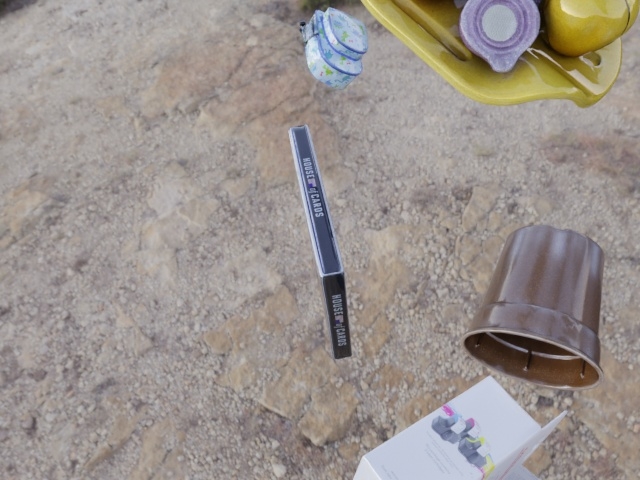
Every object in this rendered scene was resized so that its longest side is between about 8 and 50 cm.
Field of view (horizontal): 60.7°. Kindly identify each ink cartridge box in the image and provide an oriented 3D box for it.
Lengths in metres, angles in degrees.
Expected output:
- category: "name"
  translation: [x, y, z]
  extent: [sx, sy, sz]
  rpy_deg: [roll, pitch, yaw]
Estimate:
- category: "ink cartridge box"
  translation: [0.111, 0.184, 0.456]
  extent: [0.181, 0.104, 0.061]
  rpy_deg: [-19, 50, -31]

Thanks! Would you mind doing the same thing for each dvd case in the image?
- category: "dvd case"
  translation: [0.000, 0.000, 0.677]
  extent: [0.029, 0.179, 0.239]
  rpy_deg: [-10, 50, -1]

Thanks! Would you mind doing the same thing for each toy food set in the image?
- category: "toy food set"
  translation: [0.087, -0.167, 0.297]
  extent: [0.218, 0.071, 0.128]
  rpy_deg: [43, 68, 9]

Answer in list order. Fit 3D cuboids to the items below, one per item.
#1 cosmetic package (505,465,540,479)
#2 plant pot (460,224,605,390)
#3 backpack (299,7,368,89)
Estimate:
- category: "cosmetic package"
  translation: [0.186, 0.320, 0.611]
  extent: [0.231, 0.086, 0.117]
  rpy_deg: [13, 14, -39]
- category: "plant pot"
  translation: [0.282, 0.081, 0.700]
  extent: [0.166, 0.167, 0.165]
  rpy_deg: [12, 63, 23]
- category: "backpack"
  translation: [0.026, -0.321, 0.912]
  extent: [0.105, 0.084, 0.114]
  rpy_deg: [11, 65, -35]
